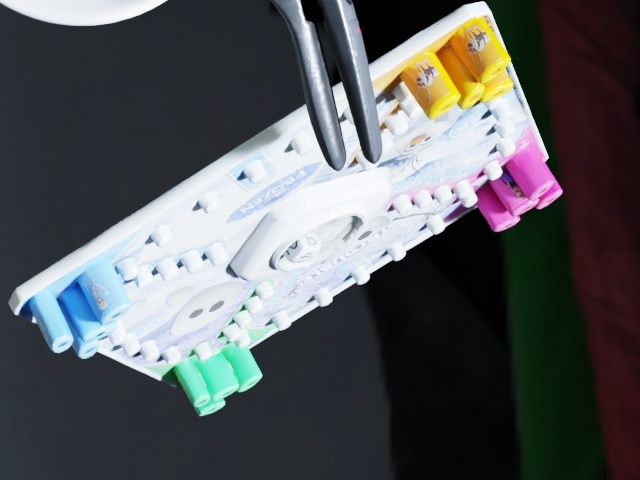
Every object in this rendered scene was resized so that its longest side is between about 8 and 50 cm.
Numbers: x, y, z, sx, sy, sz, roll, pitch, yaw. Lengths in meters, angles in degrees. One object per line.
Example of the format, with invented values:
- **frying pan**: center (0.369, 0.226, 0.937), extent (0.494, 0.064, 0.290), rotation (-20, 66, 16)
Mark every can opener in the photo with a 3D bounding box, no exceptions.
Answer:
- **can opener**: center (0.003, -0.132, 1.079), extent (0.186, 0.059, 0.073), rotation (70, 25, -15)

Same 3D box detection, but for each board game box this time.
- **board game box**: center (0.000, 0.000, 1.336), extent (0.050, 0.390, 0.390), rotation (59, 5, 19)

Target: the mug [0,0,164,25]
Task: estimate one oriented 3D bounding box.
- **mug**: center (-0.202, -0.399, 1.609), extent (0.276, 0.374, 0.328), rotation (56, -1, -24)
